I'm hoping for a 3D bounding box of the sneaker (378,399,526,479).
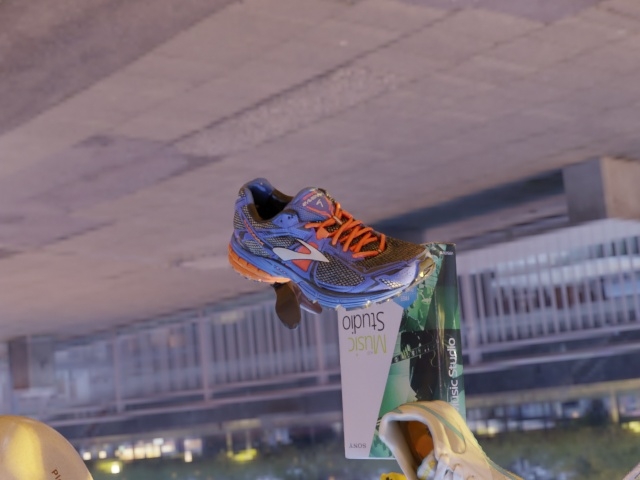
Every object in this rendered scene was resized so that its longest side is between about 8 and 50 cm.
[{"bbox_3d":[0.150,0.260,1.283,0.092,0.087,0.229,6,-151,-48],"label":"sneaker"}]

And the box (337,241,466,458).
[{"bbox_3d":[0.120,0.175,1.867,0.058,0.322,0.232,1,172,-38],"label":"box"}]

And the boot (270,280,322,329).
[{"bbox_3d":[-0.025,0.092,1.715,0.037,0.106,0.114,-30,149,17],"label":"boot"}]

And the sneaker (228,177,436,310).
[{"bbox_3d":[0.000,0.000,1.047,0.221,0.087,0.083,12,-150,36],"label":"sneaker"}]

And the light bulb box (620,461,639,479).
[{"bbox_3d":[0.582,0.465,1.684,0.225,0.358,0.361,-7,151,-15],"label":"light bulb box"}]

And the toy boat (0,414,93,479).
[{"bbox_3d":[-0.465,0.400,1.757,0.148,0.267,0.318,-30,177,33],"label":"toy boat"}]

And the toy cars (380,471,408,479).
[{"bbox_3d":[0.123,0.484,1.809,0.087,0.176,0.393,-43,-176,35],"label":"toy cars"}]
